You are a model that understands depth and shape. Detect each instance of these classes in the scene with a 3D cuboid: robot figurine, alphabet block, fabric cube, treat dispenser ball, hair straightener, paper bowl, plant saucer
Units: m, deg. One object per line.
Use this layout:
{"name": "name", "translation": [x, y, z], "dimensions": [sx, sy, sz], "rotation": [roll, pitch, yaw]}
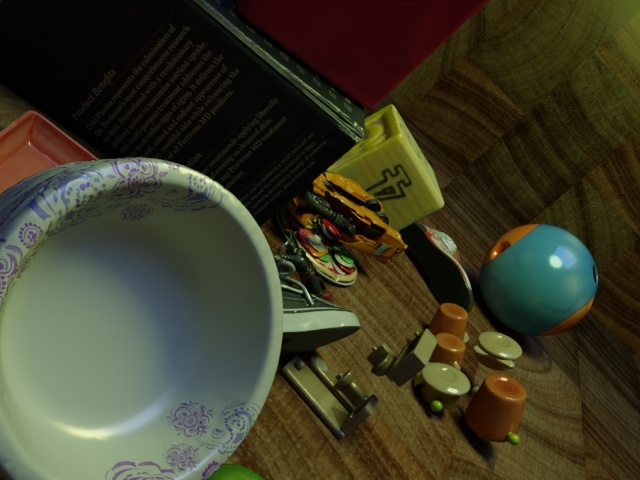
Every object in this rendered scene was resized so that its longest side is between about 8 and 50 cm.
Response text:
{"name": "robot figurine", "translation": [0.033, -0.062, 1.362], "dimensions": [0.291, 0.085, 0.211], "rotation": [26, 26, -39]}
{"name": "alphabet block", "translation": [0.130, -0.144, 1.573], "dimensions": [0.197, 0.193, 0.192], "rotation": [54, 15, -25]}
{"name": "fabric cube", "translation": [0.059, -0.399, 1.023], "dimensions": [0.254, 0.258, 0.259], "rotation": [30, 35, -30]}
{"name": "treat dispenser ball", "translation": [0.553, 0.100, 1.847], "dimensions": [0.288, 0.288, 0.288], "rotation": [38, 23, -19]}
{"name": "hair straightener", "translation": [-0.028, 0.052, 1.074], "dimensions": [0.089, 0.047, 0.230], "rotation": [60, 1, 31]}
{"name": "paper bowl", "translation": [-0.180, 0.074, 0.617], "dimensions": [0.284, 0.148, 0.284], "rotation": [-2, 93, -44]}
{"name": "plant saucer", "translation": [-0.283, -0.014, 0.833], "dimensions": [0.259, 0.048, 0.258], "rotation": [39, 23, -16]}

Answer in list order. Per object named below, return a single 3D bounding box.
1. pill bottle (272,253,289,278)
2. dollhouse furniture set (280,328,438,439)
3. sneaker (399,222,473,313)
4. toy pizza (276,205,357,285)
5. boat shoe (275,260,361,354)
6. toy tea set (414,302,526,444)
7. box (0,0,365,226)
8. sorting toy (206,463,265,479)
{"name": "pill bottle", "translation": [-0.105, 0.044, 1.031], "dimensions": [0.120, 0.067, 0.067], "rotation": [16, 36, -53]}
{"name": "dollhouse furniture set", "translation": [0.058, 0.160, 1.013], "dimensions": [0.123, 0.151, 0.144], "rotation": [48, 19, 4]}
{"name": "sneaker", "translation": [0.304, 0.068, 1.715], "dimensions": [0.145, 0.090, 0.270], "rotation": [14, 35, -50]}
{"name": "toy pizza", "translation": [0.000, 0.000, 1.352], "dimensions": [0.201, 0.032, 0.201], "rotation": [39, 22, -19]}
{"name": "boat shoe", "translation": [-0.062, 0.091, 0.967], "dimensions": [0.306, 0.113, 0.104], "rotation": [5, 60, -47]}
{"name": "toy tea set", "translation": [0.273, 0.252, 1.356], "dimensions": [0.200, 0.124, 0.336], "rotation": [17, 25, 5]}
{"name": "box", "translation": [-0.195, -0.337, 1.159], "dimensions": [0.472, 0.297, 0.479], "rotation": [38, 31, -25]}
{"name": "sorting toy", "translation": [-0.058, 0.229, 0.712], "dimensions": [0.127, 0.126, 0.365], "rotation": [9, 42, -58]}
